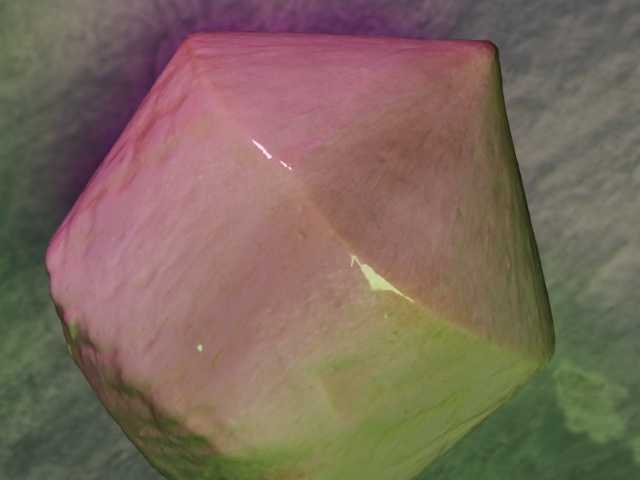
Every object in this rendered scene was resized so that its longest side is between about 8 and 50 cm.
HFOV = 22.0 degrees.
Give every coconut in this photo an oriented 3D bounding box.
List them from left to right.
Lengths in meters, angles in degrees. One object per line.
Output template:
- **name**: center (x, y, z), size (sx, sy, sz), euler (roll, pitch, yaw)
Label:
- **coconut**: center (0.000, 0.000, 1.014), size (0.329, 0.329, 0.328), euler (-6, 115, -13)
